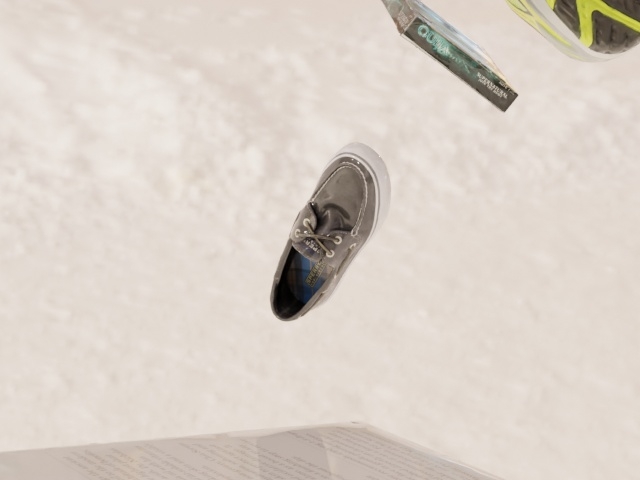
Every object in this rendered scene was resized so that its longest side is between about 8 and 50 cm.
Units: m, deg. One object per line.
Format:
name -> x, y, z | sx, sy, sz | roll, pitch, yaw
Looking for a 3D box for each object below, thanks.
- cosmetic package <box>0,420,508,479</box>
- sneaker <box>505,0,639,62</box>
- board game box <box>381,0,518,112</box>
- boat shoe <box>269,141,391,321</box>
cosmetic package -> -0.074, 0.252, 1.052 | 0.453, 0.161, 0.230 | 2, 8, -39
sneaker -> 0.186, -0.336, 1.431 | 0.145, 0.385, 0.147 | -30, -5, -10
board game box -> 0.121, -0.193, 1.368 | 0.126, 0.026, 0.186 | 35, 14, -16
boat shoe -> 0.000, 0.000, 1.422 | 0.080, 0.228, 0.076 | 39, 45, 9
